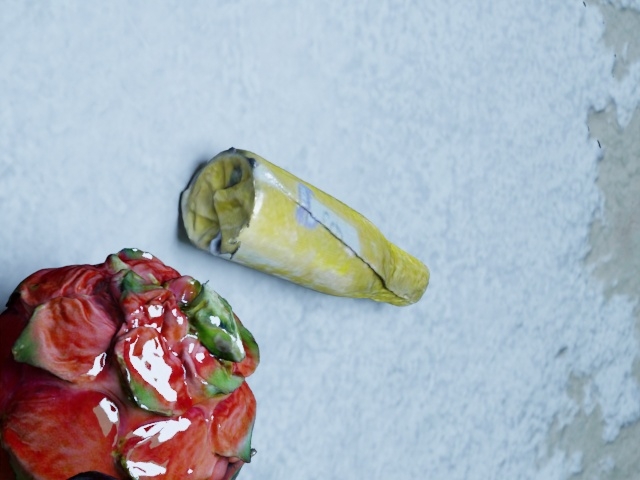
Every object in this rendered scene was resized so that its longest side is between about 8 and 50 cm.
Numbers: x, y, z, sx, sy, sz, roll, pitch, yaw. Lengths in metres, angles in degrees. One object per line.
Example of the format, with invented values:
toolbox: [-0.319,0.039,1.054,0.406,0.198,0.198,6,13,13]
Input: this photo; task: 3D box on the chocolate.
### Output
chocolate: [0.000,0.000,1.305,0.219,0.085,0.085,23,80,-45]

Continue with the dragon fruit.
dragon fruit: [-0.143,0.122,1.121,0.193,0.192,0.274,32,115,-4]

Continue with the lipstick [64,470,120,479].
lipstick: [-0.081,0.213,1.085,0.057,0.057,0.356,-65,157,-15]
